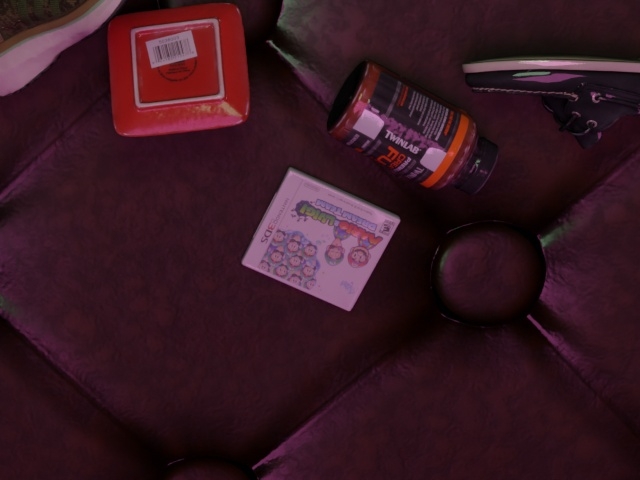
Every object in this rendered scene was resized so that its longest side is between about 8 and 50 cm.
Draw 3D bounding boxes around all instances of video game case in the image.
[{"bbox_3d":[0.000,0.000,1.831,0.157,0.019,0.143,24,110,-12],"label":"video game case"}]

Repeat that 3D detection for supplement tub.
[{"bbox_3d":[0.114,-0.129,1.737,0.198,0.106,0.106,27,109,-12],"label":"supplement tub"}]

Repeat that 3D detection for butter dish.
[{"bbox_3d":[-0.161,-0.185,1.704,0.160,0.118,0.159,-7,72,2],"label":"butter dish"}]

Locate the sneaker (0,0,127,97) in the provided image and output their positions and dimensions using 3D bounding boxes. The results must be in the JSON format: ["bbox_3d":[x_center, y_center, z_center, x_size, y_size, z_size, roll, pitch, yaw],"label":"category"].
[{"bbox_3d":[-0.298,-0.306,1.554,0.182,0.158,0.410,43,131,-20],"label":"sneaker"}]

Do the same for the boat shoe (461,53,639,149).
[{"bbox_3d":[0.335,-0.165,1.720,0.340,0.127,0.113,-1,101,-12],"label":"boat shoe"}]
